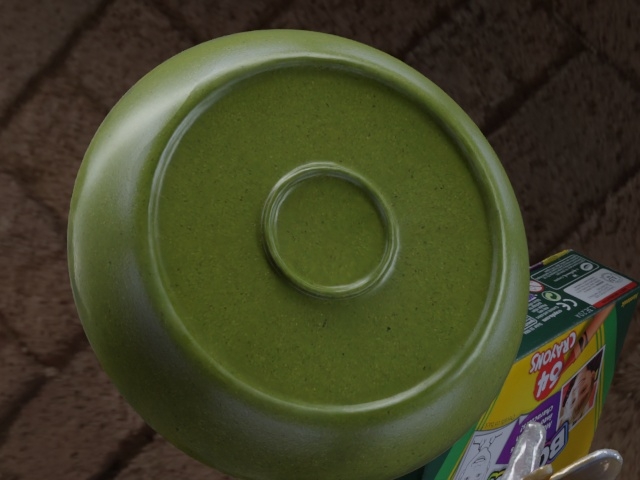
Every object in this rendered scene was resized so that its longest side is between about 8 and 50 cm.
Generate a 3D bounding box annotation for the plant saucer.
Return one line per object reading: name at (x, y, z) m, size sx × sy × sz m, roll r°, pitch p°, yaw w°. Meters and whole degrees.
plant saucer at (0.000, 0.000, 0.620) m, size 0.241 × 0.037 × 0.241 m, roll 5°, pitch 72°, yaw -17°

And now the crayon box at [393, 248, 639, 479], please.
crayon box at (0.161, 0.209, 1.289) m, size 0.106 × 0.363 × 0.313 m, roll 29°, pitch 123°, yaw 33°

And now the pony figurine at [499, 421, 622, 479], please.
pony figurine at (-0.024, 0.258, 0.491) m, size 0.363 × 0.351 × 0.303 m, roll -34°, pitch 115°, yaw 27°
